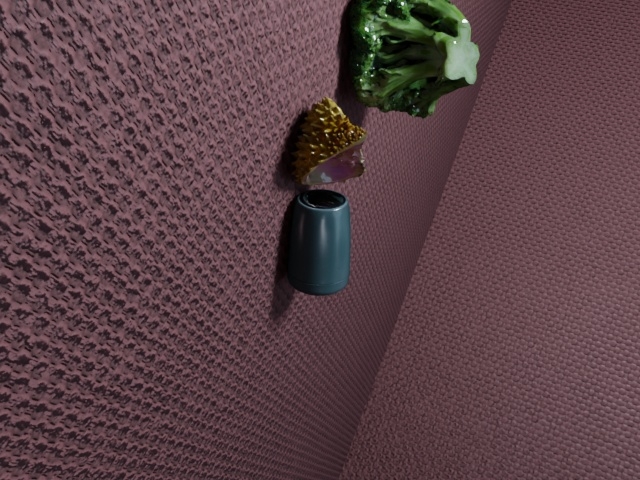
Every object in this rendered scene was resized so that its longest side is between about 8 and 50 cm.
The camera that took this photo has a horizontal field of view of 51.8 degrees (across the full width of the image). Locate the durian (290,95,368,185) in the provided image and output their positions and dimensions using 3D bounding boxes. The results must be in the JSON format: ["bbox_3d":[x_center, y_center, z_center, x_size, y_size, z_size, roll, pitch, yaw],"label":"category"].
[{"bbox_3d":[0.020,-0.155,1.137,0.182,0.132,0.165,-57,170,-69],"label":"durian"}]

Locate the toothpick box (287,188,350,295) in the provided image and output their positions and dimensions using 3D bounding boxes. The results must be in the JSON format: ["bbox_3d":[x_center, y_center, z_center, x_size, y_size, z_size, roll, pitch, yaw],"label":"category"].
[{"bbox_3d":[0.000,0.000,1.232,0.120,0.120,0.184,-46,146,-55],"label":"toothpick box"}]

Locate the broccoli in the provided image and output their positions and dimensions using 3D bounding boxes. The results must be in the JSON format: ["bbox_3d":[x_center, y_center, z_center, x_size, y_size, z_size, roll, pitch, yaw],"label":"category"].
[{"bbox_3d":[0.176,-0.363,1.254,0.265,0.245,0.294,-45,128,-20],"label":"broccoli"}]
